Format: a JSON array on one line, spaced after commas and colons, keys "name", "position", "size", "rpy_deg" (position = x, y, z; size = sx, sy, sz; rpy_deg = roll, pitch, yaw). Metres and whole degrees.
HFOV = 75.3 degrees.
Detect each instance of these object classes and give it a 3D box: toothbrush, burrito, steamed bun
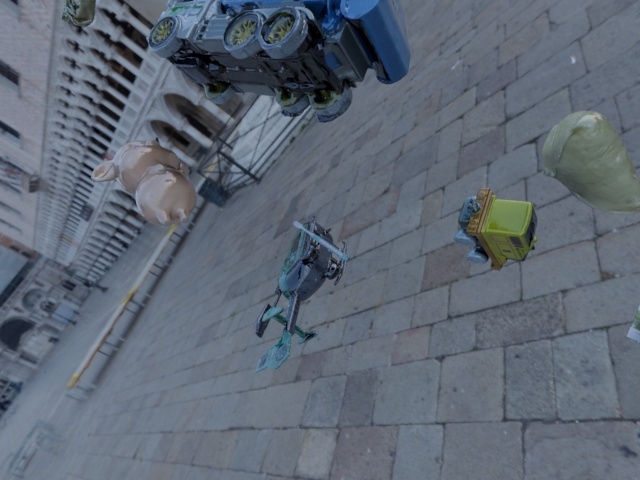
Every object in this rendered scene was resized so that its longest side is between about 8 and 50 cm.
[{"name": "toothbrush", "position": [0.000, 0.000, 0.776], "size": [0.167, 0.014, 0.011], "rpy_deg": [35, 93, 43]}, {"name": "burrito", "position": [-0.328, -0.371, 0.569], "size": [0.055, 0.041, 0.149], "rpy_deg": [41, 119, 41]}, {"name": "steamed bun", "position": [0.508, -0.147, 0.816], "size": [0.110, 0.231, 0.212], "rpy_deg": [-39, 15, 16]}]

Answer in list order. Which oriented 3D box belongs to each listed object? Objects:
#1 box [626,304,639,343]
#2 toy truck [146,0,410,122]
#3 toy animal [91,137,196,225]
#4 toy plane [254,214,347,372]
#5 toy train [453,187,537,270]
[{"name": "box", "position": [0.832, 0.090, 0.940], "size": [0.200, 0.300, 0.106], "rpy_deg": [-27, 36, -29]}, {"name": "toy truck", "position": [-0.060, -0.277, 0.556], "size": [0.367, 0.146, 0.175], "rpy_deg": [16, 80, 31]}, {"name": "toy animal", "position": [-0.202, -0.068, 0.500], "size": [0.089, 0.083, 0.150], "rpy_deg": [-46, 57, -2]}, {"name": "toy plane", "position": [-0.041, 0.083, 0.834], "size": [0.155, 0.106, 0.382], "rpy_deg": [-34, 30, 35]}, {"name": "toy train", "position": [0.320, -0.013, 0.740], "size": [0.127, 0.219, 0.089], "rpy_deg": [10, 71, 40]}]
